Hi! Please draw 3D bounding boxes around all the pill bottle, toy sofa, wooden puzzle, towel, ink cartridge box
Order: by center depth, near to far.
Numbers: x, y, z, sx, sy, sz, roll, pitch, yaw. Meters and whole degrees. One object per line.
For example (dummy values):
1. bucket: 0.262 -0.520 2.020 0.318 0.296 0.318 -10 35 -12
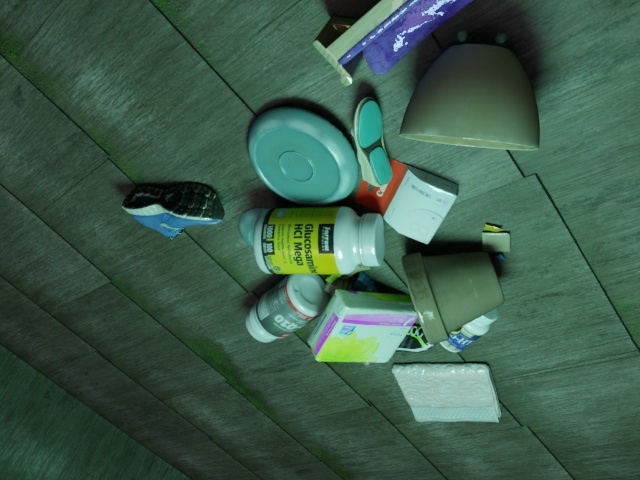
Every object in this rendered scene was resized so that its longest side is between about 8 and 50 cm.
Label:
1. toy sofa: 0.175 -0.459 1.152 0.177 0.150 0.363 44 131 -19
2. ink cartridge box: 0.219 -0.107 1.533 0.233 0.066 0.189 19 135 -3
3. wooden puzzle: 0.475 0.002 1.572 0.079 0.014 0.116 9 134 18
4. pill bottle: 0.000 0.000 1.593 0.334 0.187 0.187 -1 131 18
5. pill bottle: 0.442 0.248 1.743 0.112 0.112 0.186 29 134 -8
6. pill bottle: -0.113 0.220 1.883 0.161 0.161 0.283 37 133 -16
7. towel: 0.453 0.544 2.060 0.332 0.053 0.316 -7 129 24

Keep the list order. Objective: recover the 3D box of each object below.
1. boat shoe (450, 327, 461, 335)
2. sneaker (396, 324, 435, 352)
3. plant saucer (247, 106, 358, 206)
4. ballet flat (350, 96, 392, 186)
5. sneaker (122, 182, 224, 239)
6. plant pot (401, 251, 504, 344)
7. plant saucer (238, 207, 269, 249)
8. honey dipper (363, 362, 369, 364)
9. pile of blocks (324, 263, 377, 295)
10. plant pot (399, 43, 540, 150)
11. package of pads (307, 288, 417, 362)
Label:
1. boat shoe: 0.359 0.255 1.728 0.152 0.056 0.049 22 129 53
2. sneaker: 0.271 0.307 1.880 0.235 0.084 0.097 -14 124 30
3. plant saucer: -0.056 -0.203 1.522 0.318 0.043 0.317 16 139 14
4. ballet flat: 0.113 -0.242 1.428 0.086 0.086 0.248 0 129 20
5. sneaker: -0.429 -0.085 1.758 0.330 0.129 0.147 5 144 24
6. plant pot: 0.369 0.131 1.592 0.229 0.263 0.263 -20 124 12
7. plant saucer: -0.166 -0.013 1.772 0.195 0.037 0.194 10 134 11
8. honey dipper: 0.127 0.377 2.037 0.031 0.030 0.160 -17 122 32
9. pile of blocks: 0.086 0.141 1.772 0.149 0.112 0.362 -16 125 31
10. plant pot: 0.318 -0.296 1.202 0.284 0.284 0.190 9 98 12
11. package of pads: 0.130 0.267 1.754 0.297 0.101 0.229 8 124 -32
